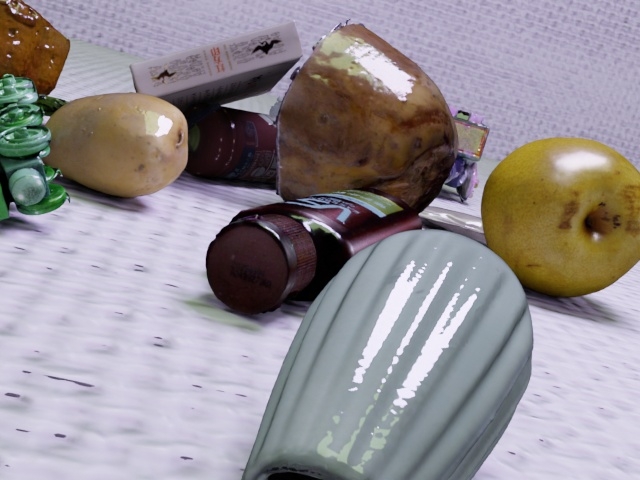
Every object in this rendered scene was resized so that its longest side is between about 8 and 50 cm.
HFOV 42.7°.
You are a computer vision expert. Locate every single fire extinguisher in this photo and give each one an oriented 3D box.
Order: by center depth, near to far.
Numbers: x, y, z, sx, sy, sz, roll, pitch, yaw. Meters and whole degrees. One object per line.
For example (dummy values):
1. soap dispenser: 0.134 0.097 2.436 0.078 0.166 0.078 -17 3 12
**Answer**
1. fire extinguisher: -0.107 -0.141 1.138 0.138 0.102 0.344 -26 -17 35

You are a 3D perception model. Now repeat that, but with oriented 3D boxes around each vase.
1. vase: 0.037 0.077 0.413 0.128 0.128 0.248 20 22 14

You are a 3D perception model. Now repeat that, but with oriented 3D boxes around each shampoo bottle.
1. shampoo bottle: 0.000 0.000 0.768 0.129 0.084 0.323 18 13 19

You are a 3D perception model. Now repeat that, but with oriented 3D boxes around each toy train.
1. toy train: -0.303 -0.085 0.740 0.119 0.085 0.251 -15 28 -16
2. toy train: 0.269 -0.183 1.688 0.134 0.177 0.261 17 12 2

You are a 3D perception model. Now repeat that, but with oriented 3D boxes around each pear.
1. pear: 0.300 -0.033 1.024 0.208 0.209 0.209 16 13 -4

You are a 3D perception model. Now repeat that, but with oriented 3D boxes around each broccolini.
1. broccolini: -0.400 -0.180 1.077 0.123 0.062 0.271 8 -3 45

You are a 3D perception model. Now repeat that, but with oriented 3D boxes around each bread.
1. bread: -0.480 -0.285 1.172 0.246 0.135 0.232 7 -5 25

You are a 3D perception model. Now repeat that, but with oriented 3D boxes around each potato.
1. potato: -0.220 -0.103 0.878 0.178 0.118 0.109 8 -27 26

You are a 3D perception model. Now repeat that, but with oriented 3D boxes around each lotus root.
1. lotus root: 0.070 -0.130 1.076 0.192 0.272 0.272 35 19 22

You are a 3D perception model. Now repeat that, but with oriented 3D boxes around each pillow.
1. pillow: 0.248 -0.015 1.257 0.232 0.038 0.130 20 10 25

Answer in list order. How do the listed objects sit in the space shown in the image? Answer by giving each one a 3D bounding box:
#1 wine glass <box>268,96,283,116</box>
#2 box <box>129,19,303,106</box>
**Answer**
1. wine glass: -0.003 -0.187 1.503 0.204 0.111 0.111 21 13 8
2. box: -0.149 -0.221 1.123 0.204 0.051 0.365 -17 7 -8
